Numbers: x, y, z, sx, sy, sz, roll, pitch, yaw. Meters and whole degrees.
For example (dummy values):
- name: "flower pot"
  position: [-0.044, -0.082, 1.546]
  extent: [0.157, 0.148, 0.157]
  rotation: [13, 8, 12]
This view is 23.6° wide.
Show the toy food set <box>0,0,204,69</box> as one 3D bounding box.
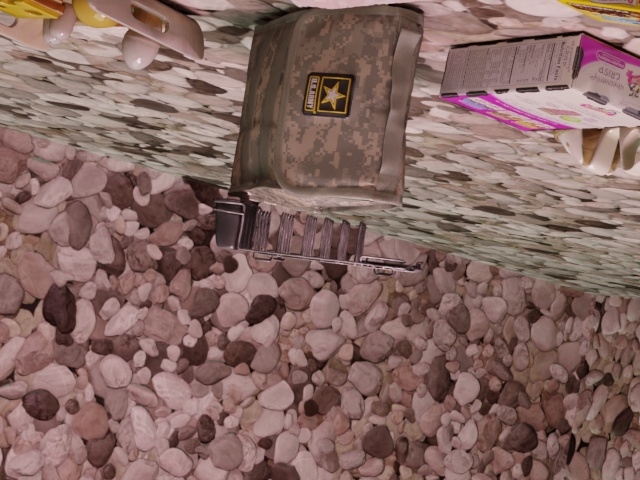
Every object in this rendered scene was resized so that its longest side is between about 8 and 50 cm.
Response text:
- name: "toy food set"
  position: [-0.331, -0.286, 2.005]
  extent: [0.306, 0.092, 0.220]
  rotation: [6, 172, 36]

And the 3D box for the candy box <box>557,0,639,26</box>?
- name: "candy box"
  position: [0.343, -0.223, 1.502]
  extent: [0.206, 0.027, 0.105]
  rotation: [16, -175, 38]

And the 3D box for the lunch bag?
- name: "lunch bag"
  position: [0.017, -0.157, 1.866]
  extent: [0.169, 0.235, 0.287]
  rotation: [11, 174, -26]

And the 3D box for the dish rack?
- name: "dish rack"
  position: [0.000, 0.000, 1.983]
  extent: [0.272, 0.074, 0.208]
  rotation: [8, -179, 4]

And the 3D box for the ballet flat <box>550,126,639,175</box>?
- name: "ballet flat"
  position: [0.384, -0.137, 1.940]
  extent: [0.123, 0.123, 0.349]
  rotation: [15, 173, -30]

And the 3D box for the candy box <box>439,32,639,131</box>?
- name: "candy box"
  position: [0.281, -0.188, 1.859]
  extent: [0.159, 0.071, 0.233]
  rotation: [17, 173, -36]

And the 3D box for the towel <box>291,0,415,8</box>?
- name: "towel"
  position: [0.125, -0.231, 1.130]
  extent: [0.317, 0.053, 0.332]
  rotation: [-4, 176, 0]
